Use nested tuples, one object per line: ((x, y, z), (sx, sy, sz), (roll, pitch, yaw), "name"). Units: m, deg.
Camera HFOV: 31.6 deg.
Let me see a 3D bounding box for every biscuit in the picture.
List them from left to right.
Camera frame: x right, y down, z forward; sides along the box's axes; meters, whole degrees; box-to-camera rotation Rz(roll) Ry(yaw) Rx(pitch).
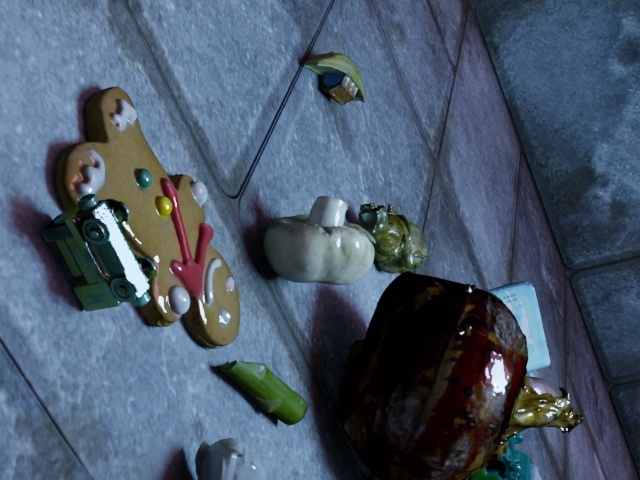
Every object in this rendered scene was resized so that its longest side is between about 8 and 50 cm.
((-0.164, -0.010, 1.247), (0.216, 0.047, 0.339), (-78, 147, -47), "biscuit")

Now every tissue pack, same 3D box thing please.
((0.315, 0.184, 2.163), (0.263, 0.089, 0.177), (-11, 87, -42), "tissue pack")

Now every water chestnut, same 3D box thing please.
((0.203, 0.223, 1.639), (0.335, 0.347, 0.335), (23, 90, -87), "water chestnut")

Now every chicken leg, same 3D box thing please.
((0.121, -0.001, 1.923), (0.228, 0.088, 0.103), (35, 58, -65), "chicken leg")

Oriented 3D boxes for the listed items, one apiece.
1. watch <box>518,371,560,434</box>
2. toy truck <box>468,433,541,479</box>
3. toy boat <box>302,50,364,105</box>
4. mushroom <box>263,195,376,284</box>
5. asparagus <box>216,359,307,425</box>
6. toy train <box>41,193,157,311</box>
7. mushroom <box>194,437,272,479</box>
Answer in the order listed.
((0.386, 0.265, 2.380), (0.253, 0.162, 0.241), (45, 24, -57), "watch")
((0.276, 0.376, 1.952), (0.176, 0.178, 0.363), (-65, 139, -60), "toy truck")
((0.025, -0.271, 1.891), (0.172, 0.065, 0.066), (33, 66, -58), "toy boat")
((0.000, 0.000, 1.517), (0.154, 0.154, 0.122), (-5, 107, -69), "mushroom")
((-0.071, 0.175, 1.374), (0.045, 0.041, 0.178), (-51, 141, -8), "asparagus")
((-0.207, 0.013, 1.070), (0.122, 0.081, 0.050), (65, 32, -23), "toy train")
((-0.103, 0.359, 1.103), (0.109, 0.097, 0.351), (51, 36, -43), "mushroom")
